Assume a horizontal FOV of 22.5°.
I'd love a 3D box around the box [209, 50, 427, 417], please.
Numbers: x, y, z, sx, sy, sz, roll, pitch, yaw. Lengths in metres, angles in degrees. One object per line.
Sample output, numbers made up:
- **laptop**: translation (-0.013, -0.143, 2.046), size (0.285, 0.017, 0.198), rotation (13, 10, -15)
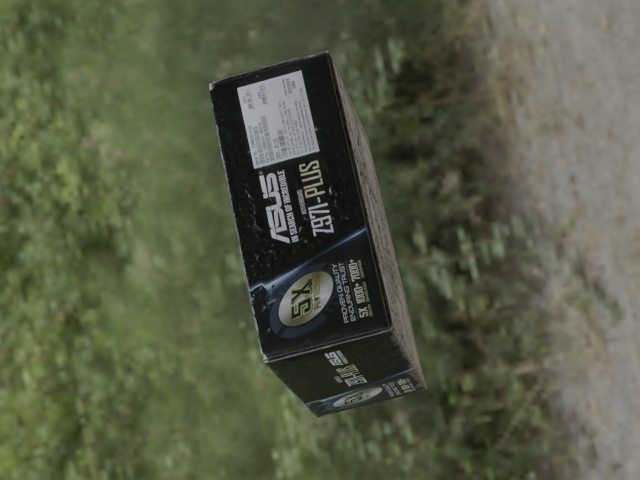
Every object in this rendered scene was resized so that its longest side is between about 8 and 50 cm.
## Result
- **box**: translation (0.000, 0.000, 0.982), size (0.147, 0.078, 0.180), rotation (57, -160, -69)
